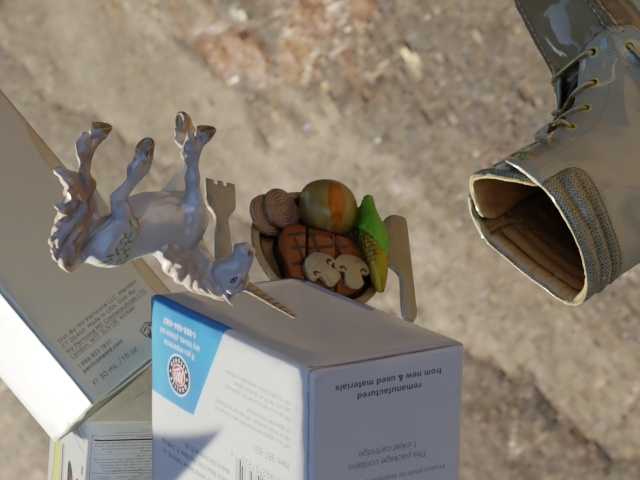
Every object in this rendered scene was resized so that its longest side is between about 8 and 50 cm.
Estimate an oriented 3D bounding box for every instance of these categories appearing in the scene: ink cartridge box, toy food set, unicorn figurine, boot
[{"bbox_3d":[-0.015,0.201,1.199,0.223,0.129,0.308,19,111,56],"label":"ink cartridge box"},{"bbox_3d":[0.000,0.000,1.472,0.038,0.192,0.132,124,148,-46],"label":"toy food set"},{"bbox_3d":[-0.089,-0.013,0.983,0.060,0.161,0.111,37,123,52],"label":"unicorn figurine"},{"bbox_3d":[0.179,-0.088,1.270,0.262,0.203,0.095,58,145,13],"label":"boot"}]

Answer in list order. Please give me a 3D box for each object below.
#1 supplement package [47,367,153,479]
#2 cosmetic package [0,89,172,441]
[{"bbox_3d":[-0.181,0.231,1.698,0.194,0.149,0.203,-135,48,-65],"label":"supplement package"},{"bbox_3d":[-0.254,-0.002,1.376,0.309,0.113,0.160,51,154,0],"label":"cosmetic package"}]
